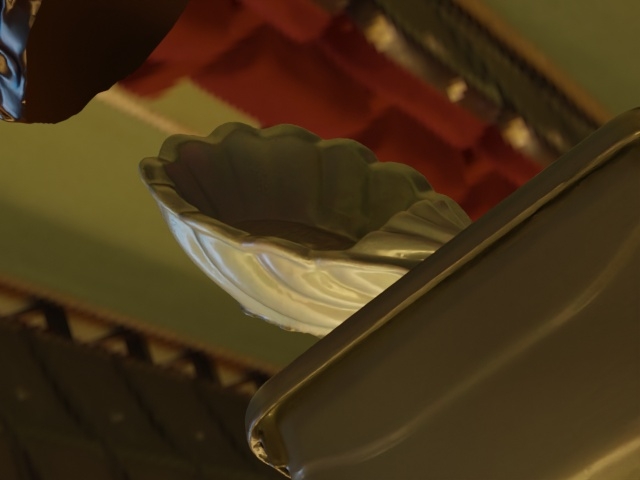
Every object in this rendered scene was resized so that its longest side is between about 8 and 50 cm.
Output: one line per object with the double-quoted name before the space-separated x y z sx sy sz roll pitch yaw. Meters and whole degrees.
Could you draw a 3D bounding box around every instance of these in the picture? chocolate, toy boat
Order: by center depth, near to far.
"chocolate" -0.152 -0.184 0.948 0.206 0.177 0.224 -53 169 -25
"toy boat" 0.000 0.000 1.456 0.199 0.290 0.100 -29 130 -46

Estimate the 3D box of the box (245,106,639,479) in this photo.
"box" 0.077 0.059 0.561 0.172 0.093 0.124 -39 133 23
